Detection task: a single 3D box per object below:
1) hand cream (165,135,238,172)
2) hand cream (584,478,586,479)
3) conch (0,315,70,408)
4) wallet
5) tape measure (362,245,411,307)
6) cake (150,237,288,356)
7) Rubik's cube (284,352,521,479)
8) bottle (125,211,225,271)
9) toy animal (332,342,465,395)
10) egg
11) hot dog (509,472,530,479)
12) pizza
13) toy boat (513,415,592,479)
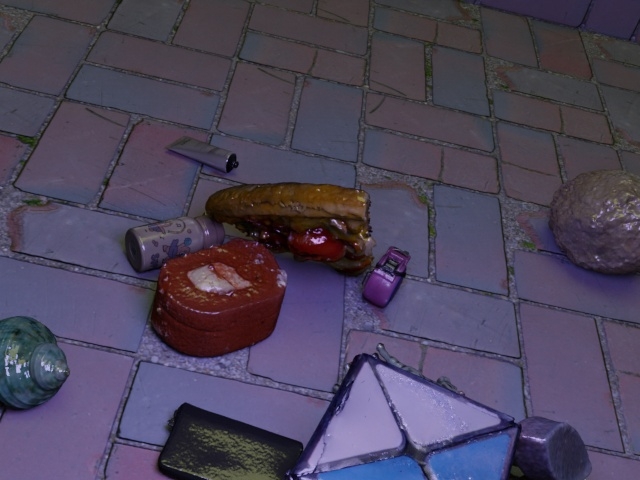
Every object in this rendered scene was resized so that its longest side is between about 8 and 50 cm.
[{"bbox_3d":[-0.287,-0.218,2.216,0.186,0.054,0.087,22,35,17],"label":"hand cream"},{"bbox_3d":[0.502,0.467,1.699,0.030,0.019,0.093,-1,45,-17],"label":"hand cream"},{"bbox_3d":[-0.525,0.212,1.581,0.188,0.122,0.176,42,22,23],"label":"conch"},{"bbox_3d":[-0.163,0.381,1.563,0.250,0.044,0.149,17,44,1],"label":"wallet"},{"bbox_3d":[0.143,0.083,1.951,0.074,0.118,0.125,29,25,10],"label":"tape measure"},{"bbox_3d":[-0.195,0.117,1.776,0.283,0.151,0.177,-17,45,-39],"label":"cake"},{"bbox_3d":[0.117,0.410,1.410,0.305,0.310,0.307,23,42,10],"label":"Rubik's cube"},{"bbox_3d":[-0.306,0.005,1.913,0.209,0.097,0.110,-14,77,-31],"label":"bottle"},{"bbox_3d":[0.149,0.279,1.751,0.255,0.090,0.170,-13,51,-27],"label":"toy animal"},{"bbox_3d":[0.716,-0.044,2.183,0.279,0.279,0.310,-17,24,-33],"label":"egg"},{"bbox_3d":[0.386,0.498,1.561,0.146,0.103,0.213,12,21,-7],"label":"hot dog"},{"bbox_3d":[0.000,0.000,1.860,0.440,0.406,0.130,3,67,42],"label":"pizza"},{"bbox_3d":[0.328,0.357,1.571,0.293,0.276,0.111,10,73,22],"label":"toy boat"}]
